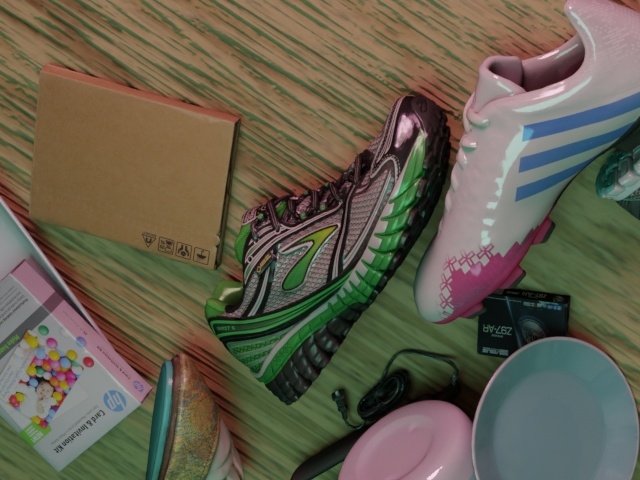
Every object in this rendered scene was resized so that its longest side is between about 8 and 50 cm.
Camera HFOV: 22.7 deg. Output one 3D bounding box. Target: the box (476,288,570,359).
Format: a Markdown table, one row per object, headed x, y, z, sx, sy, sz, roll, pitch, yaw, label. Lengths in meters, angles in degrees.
| x | y | z | sx | sy | sz | roll | pitch | yaw | label |
| --- | --- | --- | --- | --- | --- | --- | --- | --- | --- |
| 0.189 | 0.079 | 1.493 | 0.083 | 0.018 | 0.067 | 8 | 117 | 15 | box |

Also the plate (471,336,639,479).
| x | y | z | sx | sy | sz | roll | pitch | yaw | label |
| --- | --- | --- | --- | --- | --- | --- | --- | --- | --- |
| 0.213 | 0.182 | 1.467 | 0.188 | 0.188 | 0.024 | 60 | 155 | -14 | plate |

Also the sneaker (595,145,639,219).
| x | y | z | sx | sy | sz | roll | pitch | yaw | label |
| --- | --- | --- | --- | --- | --- | --- | --- | --- | --- |
| 0.319 | -0.071 | 1.362 | 0.166 | 0.065 | 0.076 | -34 | 117 | 32 | sneaker |

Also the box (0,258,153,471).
| x | y | z | sx | sy | sz | roll | pitch | yaw | label |
| --- | --- | --- | --- | --- | --- | --- | --- | --- | --- |
| -0.285 | 0.130 | 1.631 | 0.186 | 0.038 | 0.145 | 46 | 120 | -8 | box |

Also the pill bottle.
| x | y | z | sx | sy | sz | roll | pitch | yaw | label |
| --- | --- | --- | --- | --- | --- | --- | --- | --- | --- |
| 0.142 | 0.287 | 1.523 | 0.146 | 0.146 | 0.264 | -24 | 118 | 27 | pill bottle |

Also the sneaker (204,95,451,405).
| x | y | z | sx | sy | sz | roll | pitch | yaw | label |
| --- | --- | --- | --- | --- | --- | --- | --- | --- | --- |
| 0.000 | 0.000 | 1.452 | 0.146 | 0.134 | 0.343 | 36 | 121 | 0 | sneaker |

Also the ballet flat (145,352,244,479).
| x | y | z | sx | sy | sz | roll | pitch | yaw | label |
| --- | --- | --- | --- | --- | --- | --- | --- | --- | --- |
| -0.140 | 0.264 | 1.651 | 0.123 | 0.123 | 0.348 | 21 | 119 | 8 | ballet flat |

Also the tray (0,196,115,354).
| x | y | z | sx | sy | sz | roll | pitch | yaw | label |
| --- | --- | --- | --- | --- | --- | --- | --- | --- | --- |
| -0.333 | 0.035 | 1.640 | 0.145 | 0.030 | 0.270 | -28 | 104 | 28 | tray |

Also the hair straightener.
| x | y | z | sx | sy | sz | roll | pitch | yaw | label |
| --- | --- | --- | --- | --- | --- | --- | --- | --- | --- |
| 0.047 | 0.180 | 1.573 | 0.089 | 0.047 | 0.230 | 45 | 120 | -7 | hair straightener |

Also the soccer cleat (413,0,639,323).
| x | y | z | sx | sy | sz | roll | pitch | yaw | label |
| --- | --- | --- | --- | --- | --- | --- | --- | --- | --- |
| 0.159 | -0.075 | 1.368 | 0.143 | 0.116 | 0.331 | 32 | 114 | -17 | soccer cleat |

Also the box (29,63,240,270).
| x | y | z | sx | sy | sz | roll | pitch | yaw | label |
| --- | --- | --- | --- | --- | --- | --- | --- | --- | --- |
| -0.182 | -0.069 | 1.544 | 0.201 | 0.021 | 0.164 | 16 | 119 | 11 | box |
